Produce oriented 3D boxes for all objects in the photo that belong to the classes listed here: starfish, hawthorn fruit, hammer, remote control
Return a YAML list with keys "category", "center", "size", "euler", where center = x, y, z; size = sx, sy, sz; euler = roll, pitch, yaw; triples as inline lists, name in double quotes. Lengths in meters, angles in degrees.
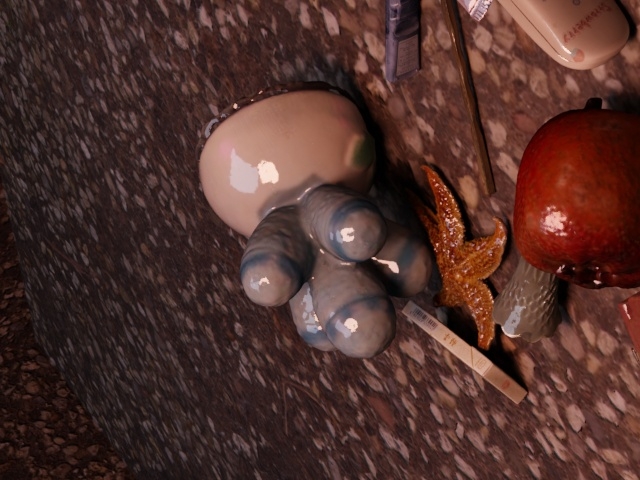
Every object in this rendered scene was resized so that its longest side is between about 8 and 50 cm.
- category: "starfish"
  center: [0.165, 0.019, 1.817]
  size: [0.227, 0.043, 0.240]
  euler: [60, 154, 9]
- category: "hawthorn fruit"
  center: [0.258, -0.051, 1.409]
  size: [0.169, 0.169, 0.188]
  euler: [145, 137, -67]
- category: "hammer"
  center: [0.155, -0.180, 1.662]
  size: [0.058, 0.029, 0.292]
  euler: [29, 140, 56]
- category: "remote control"
  center: [0.092, -0.247, 1.700]
  size: [0.027, 0.043, 0.152]
  euler: [36, 144, 35]

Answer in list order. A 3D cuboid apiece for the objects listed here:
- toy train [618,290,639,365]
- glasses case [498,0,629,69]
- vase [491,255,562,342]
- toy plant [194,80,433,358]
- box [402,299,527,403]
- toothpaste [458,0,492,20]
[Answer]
- category: "toy train"
  center: [0.397, 0.148, 1.347]
  size: [0.304, 0.150, 0.221]
  euler: [64, 167, -3]
- category: "glasses case"
  center: [0.206, -0.240, 1.420]
  size: [0.204, 0.081, 0.051]
  euler: [52, 156, 23]
- category: "vase"
  center: [0.237, 0.033, 1.640]
  size: [0.081, 0.081, 0.149]
  euler: [49, 148, 32]
- category: "toy plant"
  center: [0.000, 0.000, 1.829]
  size: [0.247, 0.247, 0.332]
  euler: [98, 154, -52]
- category: "box"
  center: [0.176, 0.137, 1.874]
  size: [0.090, 0.024, 0.167]
  euler: [38, 180, -44]
- category: "toothpaste"
  center: [0.110, -0.327, 1.565]
  size: [0.234, 0.057, 0.089]
  euler: [48, 124, 31]
